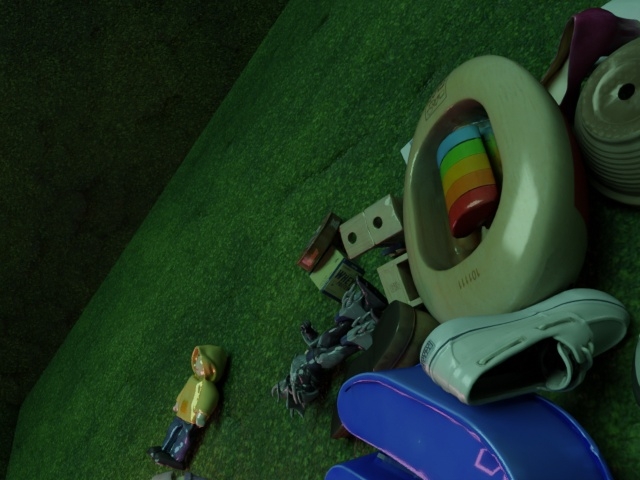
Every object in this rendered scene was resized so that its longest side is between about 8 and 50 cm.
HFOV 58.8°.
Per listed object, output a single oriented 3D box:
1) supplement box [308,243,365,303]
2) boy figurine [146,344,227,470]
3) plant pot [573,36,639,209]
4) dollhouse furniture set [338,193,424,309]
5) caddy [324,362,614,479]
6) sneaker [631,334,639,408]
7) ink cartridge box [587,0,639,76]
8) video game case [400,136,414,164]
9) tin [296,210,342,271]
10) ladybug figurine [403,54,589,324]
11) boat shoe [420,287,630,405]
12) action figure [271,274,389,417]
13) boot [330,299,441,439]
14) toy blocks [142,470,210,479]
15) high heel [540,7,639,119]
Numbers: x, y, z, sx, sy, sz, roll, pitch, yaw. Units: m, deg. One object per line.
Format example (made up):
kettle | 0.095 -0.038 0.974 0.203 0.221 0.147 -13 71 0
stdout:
supplement box | 0.032 0.066 1.148 0.083 0.056 0.083 -55 29 6
boy figurine | -0.299 0.384 1.331 0.177 0.092 0.285 4 70 61
plant pot | 0.399 -0.162 0.685 0.237 0.109 0.238 -27 56 49
dollhouse furniture set | 0.140 0.034 0.982 0.129 0.129 0.184 -32 68 40
caddy | 0.158 0.273 0.643 0.341 0.179 0.242 15 96 55
sneaker | 0.364 0.045 0.542 0.100 0.108 0.272 15 74 54
ink cartridge box | 0.494 -0.340 0.818 0.232 0.066 0.189 -60 29 7
video game case | 0.249 -0.192 1.088 0.201 0.023 0.183 -44 32 24
tin | 0.000 0.000 1.208 0.106 0.040 0.190 -58 2 22
ladybug figurine | 0.245 -0.070 0.802 0.305 0.161 0.450 130 149 -49
boat shoe | 0.240 0.117 0.603 0.088 0.267 0.096 -132 45 -56
action figure | 0.007 0.199 1.016 0.285 0.099 0.185 -44 27 21
boot | 0.102 0.221 0.859 0.112 0.115 0.305 -84 17 -49
toy blocks | -0.252 0.579 0.990 0.288 0.259 0.309 121 145 -74
high heel | 0.341 -0.236 0.836 0.244 0.117 0.082 133 131 -59
